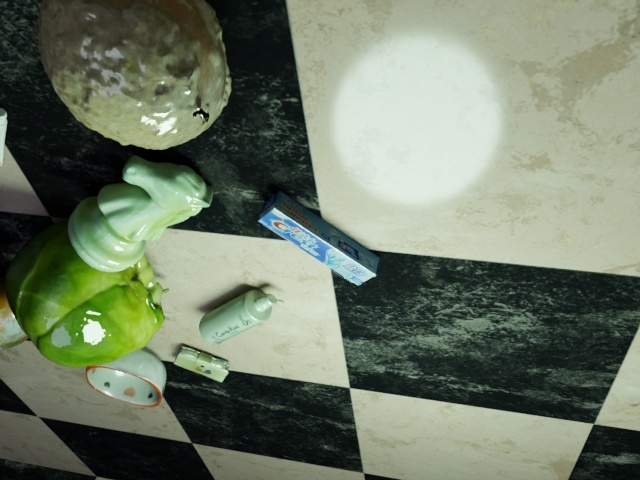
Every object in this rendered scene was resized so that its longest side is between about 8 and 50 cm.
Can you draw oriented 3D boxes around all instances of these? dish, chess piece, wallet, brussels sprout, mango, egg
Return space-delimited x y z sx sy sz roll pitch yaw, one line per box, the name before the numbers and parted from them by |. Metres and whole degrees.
dish | -0.571 0.391 2.099 0.256 0.117 0.256 9 144 7
chess piece | -0.368 -0.070 1.425 0.298 0.176 0.176 -32 124 29
wallet | -0.346 0.358 2.043 0.155 0.039 0.110 23 146 -9
brussels sprout | -0.552 0.136 1.637 0.276 0.315 0.371 16 157 40
mango | -0.883 0.199 1.885 0.384 0.221 0.199 -12 97 38
egg | -0.269 -0.268 1.024 0.279 0.279 0.310 1 154 18

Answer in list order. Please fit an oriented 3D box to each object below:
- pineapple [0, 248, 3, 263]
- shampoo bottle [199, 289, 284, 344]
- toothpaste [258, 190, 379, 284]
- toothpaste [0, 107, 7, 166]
pineapple | -0.948 0.053 1.788 0.364 0.165 0.165 -12 136 43
shampoo bottle | -0.199 0.184 1.725 0.085 0.085 0.262 35 138 -25
toothpaste | 0.000 0.000 1.442 0.272 0.053 0.066 34 140 -22
toothpaste | -0.663 -0.209 1.427 0.048 0.031 0.190 25 146 -17
